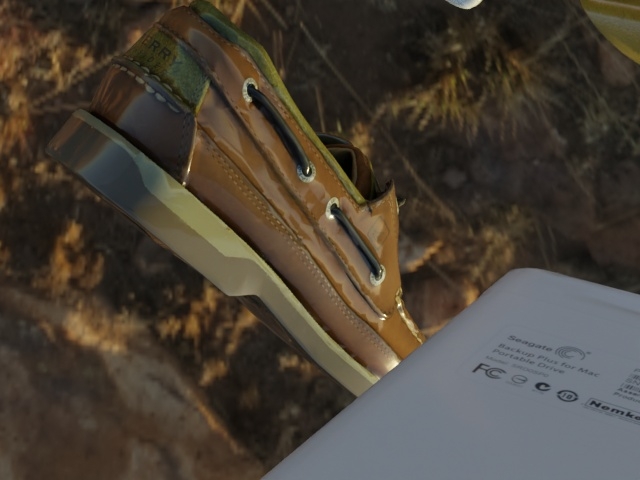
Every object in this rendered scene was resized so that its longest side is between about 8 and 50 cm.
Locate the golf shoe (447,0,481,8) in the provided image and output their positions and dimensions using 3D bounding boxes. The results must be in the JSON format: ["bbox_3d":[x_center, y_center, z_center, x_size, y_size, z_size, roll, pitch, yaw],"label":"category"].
[{"bbox_3d":[0.102,-0.315,1.536,0.186,0.086,0.067,42,133,-10],"label":"golf shoe"}]

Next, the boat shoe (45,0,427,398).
[{"bbox_3d":[0.000,0.000,0.711,0.104,0.110,0.307,-52,141,-5],"label":"boat shoe"}]

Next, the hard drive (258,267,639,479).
[{"bbox_3d":[0.087,0.104,0.483,0.203,0.307,0.040,15,120,30],"label":"hard drive"}]

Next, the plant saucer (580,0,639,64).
[{"bbox_3d":[0.223,-0.228,0.734,0.081,0.333,0.333,-7,106,-16],"label":"plant saucer"}]
